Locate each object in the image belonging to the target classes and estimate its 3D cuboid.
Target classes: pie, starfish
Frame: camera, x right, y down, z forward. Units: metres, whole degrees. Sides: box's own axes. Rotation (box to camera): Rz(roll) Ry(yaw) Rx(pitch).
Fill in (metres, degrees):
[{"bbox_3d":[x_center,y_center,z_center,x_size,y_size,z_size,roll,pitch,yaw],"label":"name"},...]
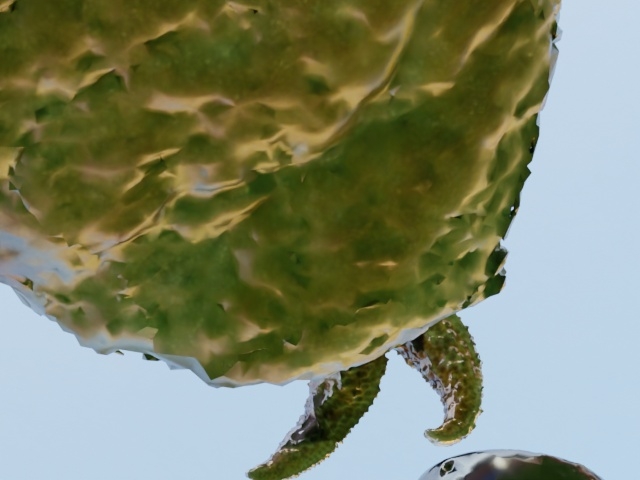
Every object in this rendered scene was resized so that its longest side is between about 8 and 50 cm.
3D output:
[{"bbox_3d":[-0.078,-0.144,0.629,0.418,0.180,0.395,18,-64,-6],"label":"pie"},{"bbox_3d":[0.015,0.035,0.893,0.071,0.238,0.216,22,-75,-51],"label":"starfish"}]

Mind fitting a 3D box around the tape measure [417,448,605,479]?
[{"bbox_3d":[0.139,0.235,1.110,0.181,0.182,0.107,38,-138,-27],"label":"tape measure"}]
